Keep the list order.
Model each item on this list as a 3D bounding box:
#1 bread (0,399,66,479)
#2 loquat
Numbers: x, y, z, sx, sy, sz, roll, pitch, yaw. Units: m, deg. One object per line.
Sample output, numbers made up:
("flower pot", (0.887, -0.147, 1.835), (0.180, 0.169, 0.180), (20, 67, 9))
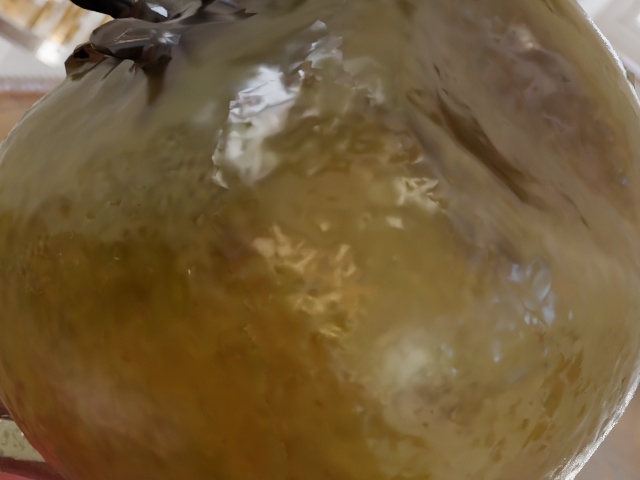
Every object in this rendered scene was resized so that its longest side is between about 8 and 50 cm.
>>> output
("bread", (-0.047, 0.082, 0.625), (0.192, 0.067, 0.119), (11, 12, -3))
("loquat", (0.005, -0.003, 0.424), (0.213, 0.213, 0.213), (34, 18, -12))
